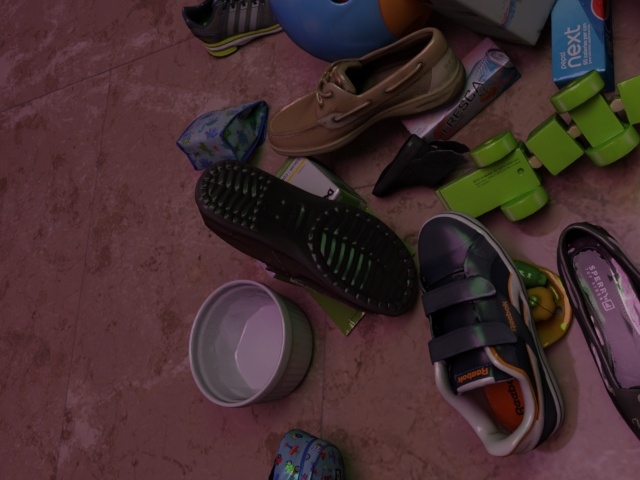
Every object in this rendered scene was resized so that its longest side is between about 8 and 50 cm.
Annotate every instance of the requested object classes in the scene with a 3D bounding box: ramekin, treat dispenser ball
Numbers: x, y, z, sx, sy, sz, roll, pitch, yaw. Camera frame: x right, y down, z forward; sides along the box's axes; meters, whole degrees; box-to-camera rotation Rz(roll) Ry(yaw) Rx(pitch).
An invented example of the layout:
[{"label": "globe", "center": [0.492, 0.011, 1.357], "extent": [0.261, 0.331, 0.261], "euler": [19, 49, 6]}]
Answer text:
[{"label": "ramekin", "center": [-0.110, 0.176, 1.090], "extent": [0.207, 0.109, 0.207], "euler": [-11, 69, 32]}, {"label": "treat dispenser ball", "center": [0.052, -0.429, 1.043], "extent": [0.288, 0.288, 0.288], "euler": [-11, 70, 32]}]

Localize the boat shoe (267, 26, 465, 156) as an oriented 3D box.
[{"label": "boat shoe", "center": [0.047, -0.235, 1.016], "extent": [0.341, 0.110, 0.122], "euler": [-19, 52, 26]}]

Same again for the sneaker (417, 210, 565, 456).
[{"label": "sneaker", "center": [0.200, 0.113, 0.823], "extent": [0.126, 0.127, 0.321], "euler": [-33, 77, 39]}]

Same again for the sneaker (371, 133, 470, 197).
[{"label": "sneaker", "center": [0.153, -0.105, 1.018], "extent": [0.170, 0.089, 0.051], "euler": [-54, 8, 50]}]

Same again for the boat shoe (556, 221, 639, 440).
[{"label": "boat shoe", "center": [0.373, 0.126, 0.776], "extent": [0.112, 0.095, 0.335], "euler": [-32, 60, 23]}]

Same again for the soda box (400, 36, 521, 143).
[{"label": "soda box", "center": [0.215, -0.223, 1.014], "extent": [0.183, 0.058, 0.063], "euler": [-42, 57, 18]}]

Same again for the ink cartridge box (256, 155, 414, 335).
[{"label": "ink cartridge box", "center": [0.000, 0.000, 1.073], "extent": [0.189, 0.097, 0.255], "euler": [-52, 54, 11]}]

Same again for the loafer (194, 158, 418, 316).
[{"label": "loafer", "center": [-0.020, 0.001, 0.991], "extent": [0.134, 0.366, 0.130], "euler": [-61, 6, -23]}]

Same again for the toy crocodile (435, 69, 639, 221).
[{"label": "toy crocodile", "center": [0.313, -0.128, 0.893], "extent": [0.340, 0.105, 0.115], "euler": [-35, 95, 28]}]

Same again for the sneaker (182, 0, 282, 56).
[{"label": "sneaker", "center": [-0.149, -0.470, 1.299], "extent": [0.300, 0.121, 0.111], "euler": [-21, 65, 28]}]

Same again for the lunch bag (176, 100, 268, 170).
[{"label": "lunch bag", "center": [-0.182, -0.212, 1.267], "extent": [0.128, 0.096, 0.151], "euler": [-3, 46, 34]}]

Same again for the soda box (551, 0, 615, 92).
[{"label": "soda box", "center": [0.372, -0.314, 0.926], "extent": [0.071, 0.067, 0.210], "euler": [-5, 74, 34]}]

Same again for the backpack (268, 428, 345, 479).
[{"label": "backpack", "center": [-0.009, 0.367, 0.942], "extent": [0.116, 0.158, 0.173], "euler": [-3, 63, 26]}]

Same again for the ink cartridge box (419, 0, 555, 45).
[{"label": "ink cartridge box", "center": [0.232, -0.371, 0.917], "extent": [0.128, 0.176, 0.127], "euler": [38, 109, 52]}]

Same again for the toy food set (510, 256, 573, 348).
[{"label": "toy food set", "center": [0.232, 0.076, 0.904], "extent": [0.218, 0.071, 0.128], "euler": [17, 86, 37]}]
